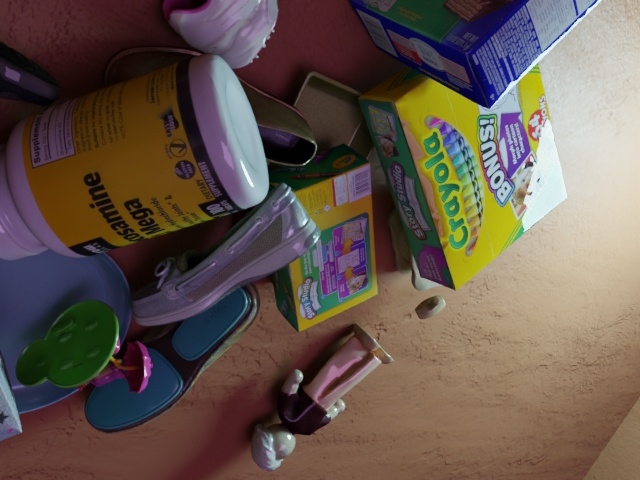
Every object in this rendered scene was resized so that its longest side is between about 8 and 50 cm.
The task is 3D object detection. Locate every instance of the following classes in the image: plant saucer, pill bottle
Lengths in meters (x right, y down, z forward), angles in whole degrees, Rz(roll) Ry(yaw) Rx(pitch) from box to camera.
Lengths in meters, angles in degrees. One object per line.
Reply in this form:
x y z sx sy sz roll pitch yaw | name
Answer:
0.002 -0.166 1.144 0.188 0.045 0.188 13 110 -41 | plant saucer
-0.247 -0.087 0.857 0.334 0.187 0.188 -17 133 9 | pill bottle
-0.435 0.118 1.023 0.318 0.044 0.317 -18 127 -26 | plant saucer

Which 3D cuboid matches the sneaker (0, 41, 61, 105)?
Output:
-0.423 -0.177 0.805 0.228 0.087 0.130 13 112 -37 | sneaker

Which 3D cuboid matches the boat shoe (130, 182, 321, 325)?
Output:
-0.156 0.027 1.042 0.321 0.118 0.103 -26 105 20 | boat shoe

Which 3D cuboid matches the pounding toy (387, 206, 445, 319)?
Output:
0.243 0.034 1.374 0.154 0.155 0.269 -27 131 -13 | pounding toy

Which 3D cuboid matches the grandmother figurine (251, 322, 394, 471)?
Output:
-0.012 0.324 1.429 0.342 0.104 0.208 -46 126 -4 | grandmother figurine

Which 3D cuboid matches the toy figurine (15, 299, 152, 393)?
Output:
-0.329 0.187 1.054 0.173 0.130 0.159 -26 145 9 | toy figurine

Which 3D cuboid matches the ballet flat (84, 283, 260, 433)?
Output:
-0.234 0.191 1.176 0.348 0.123 0.123 -43 135 3 | ballet flat

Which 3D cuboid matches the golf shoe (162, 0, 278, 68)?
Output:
-0.090 -0.374 0.895 0.140 0.115 0.306 18 107 -38 | golf shoe

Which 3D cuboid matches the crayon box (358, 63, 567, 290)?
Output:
0.259 -0.151 1.214 0.313 0.106 0.362 -37 121 -24 | crayon box

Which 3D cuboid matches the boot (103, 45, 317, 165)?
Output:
-0.140 -0.180 0.965 0.305 0.115 0.112 16 110 -26 | boot

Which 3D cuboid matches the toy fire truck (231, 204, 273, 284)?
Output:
-0.089 0.005 1.193 0.135 0.047 0.192 -6 121 -33 | toy fire truck

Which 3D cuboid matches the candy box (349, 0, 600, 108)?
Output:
0.248 -0.381 1.021 0.317 0.268 0.122 -44 138 -4 | candy box

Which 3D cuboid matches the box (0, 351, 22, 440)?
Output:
-0.476 0.131 0.857 0.142 0.163 0.247 -21 130 -21 | box

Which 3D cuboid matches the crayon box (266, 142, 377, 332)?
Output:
0.000 0.000 1.163 0.165 0.081 0.278 -23 129 -22 | crayon box
